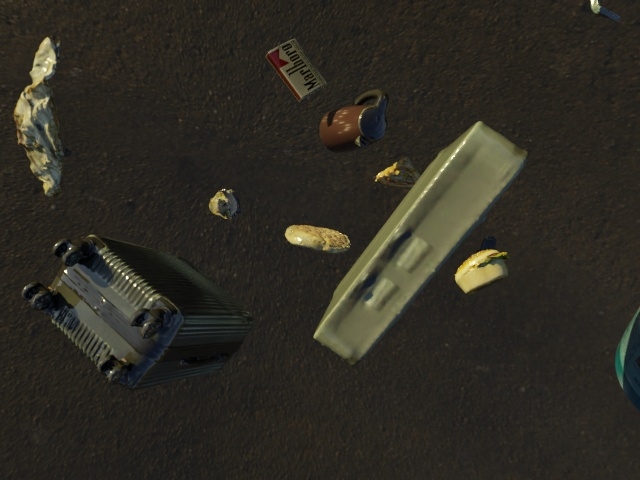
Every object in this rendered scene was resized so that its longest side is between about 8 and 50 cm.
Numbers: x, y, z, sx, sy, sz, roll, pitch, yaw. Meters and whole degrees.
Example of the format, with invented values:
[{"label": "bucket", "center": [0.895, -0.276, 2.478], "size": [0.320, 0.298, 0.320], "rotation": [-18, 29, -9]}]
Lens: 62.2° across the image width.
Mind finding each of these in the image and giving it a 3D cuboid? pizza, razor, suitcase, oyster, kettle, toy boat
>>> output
[{"label": "pizza", "center": [0.306, -0.239, 1.908], "size": [0.185, 0.176, 0.036], "rotation": [10, 64, -8]}, {"label": "razor", "center": [0.536, -0.512, 1.039], "size": [0.066, 0.033, 0.190], "rotation": [5, 73, -30]}, {"label": "suitcase", "center": [-0.233, 0.101, 0.758], "size": [0.202, 0.312, 0.128], "rotation": [36, 91, 18]}, {"label": "oyster", "center": [-0.634, -0.276, 1.201], "size": [0.107, 0.201, 0.354], "rotation": [-7, 95, -29]}, {"label": "kettle", "center": [0.124, -0.375, 1.678], "size": [0.144, 0.232, 0.202], "rotation": [34, 78, -27]}, {"label": "toy boat", "center": [-0.284, -0.100, 1.523], "size": [0.066, 0.210, 0.084], "rotation": [-24, 99, -27]}]

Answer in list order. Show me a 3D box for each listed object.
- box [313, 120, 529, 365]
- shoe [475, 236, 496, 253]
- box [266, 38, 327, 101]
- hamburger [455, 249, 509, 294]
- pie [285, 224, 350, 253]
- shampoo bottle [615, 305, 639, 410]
[{"label": "box", "center": [0.163, -0.005, 0.885], "size": [0.111, 0.396, 0.396], "rotation": [38, 104, 7]}, {"label": "shoe", "center": [0.593, 0.044, 1.914], "size": [0.062, 0.053, 0.159], "rotation": [9, 126, 1]}, {"label": "box", "center": [-0.074, -0.532, 1.658], "size": [0.115, 0.036, 0.177], "rotation": [-36, 91, -25]}, {"label": "hamburger", "center": [0.392, 0.071, 1.284], "size": [0.127, 0.141, 0.081], "rotation": [-16, 72, -30]}, {"label": "pie", "center": [0.001, -0.003, 1.677], "size": [0.218, 0.185, 0.052], "rotation": [4, 104, -40]}, {"label": "shampoo bottle", "center": [0.885, 0.234, 1.194], "size": [0.331, 0.331, 0.342], "rotation": [-22, 140, -5]}]
